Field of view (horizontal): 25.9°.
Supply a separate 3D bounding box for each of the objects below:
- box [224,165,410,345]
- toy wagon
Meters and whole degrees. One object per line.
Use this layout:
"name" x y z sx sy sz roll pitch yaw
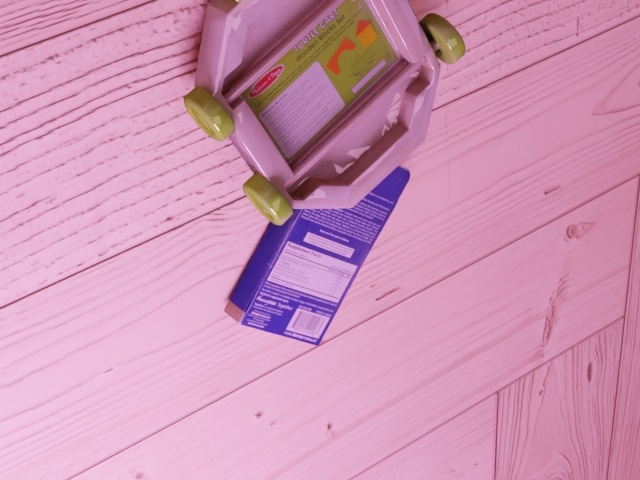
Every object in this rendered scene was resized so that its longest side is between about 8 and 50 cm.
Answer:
"box" 0.000 0.000 1.514 0.136 0.036 0.225 21 102 -48
"toy wagon" -0.011 -0.189 1.335 0.267 0.068 0.344 -43 129 -12
